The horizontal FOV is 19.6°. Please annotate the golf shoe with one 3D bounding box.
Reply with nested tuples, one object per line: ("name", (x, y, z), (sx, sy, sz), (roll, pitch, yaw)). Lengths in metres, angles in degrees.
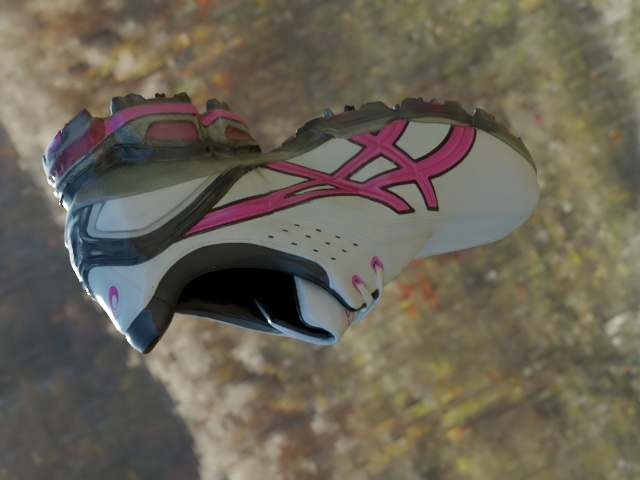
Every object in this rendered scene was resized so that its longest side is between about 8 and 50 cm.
("golf shoe", (0.000, 0.000, 0.620), (0.067, 0.186, 0.086), (-49, 53, 48))
